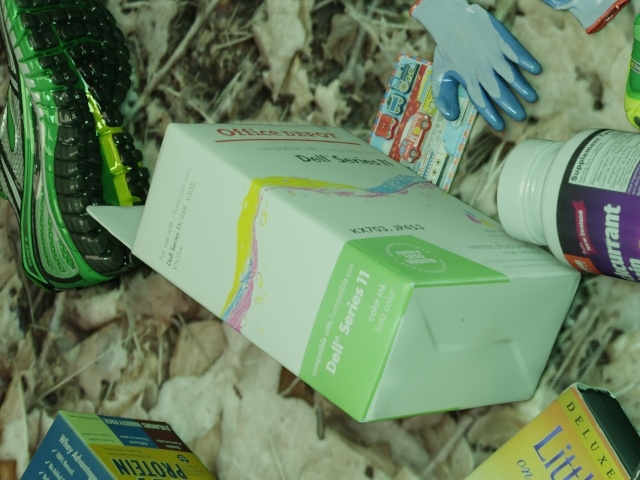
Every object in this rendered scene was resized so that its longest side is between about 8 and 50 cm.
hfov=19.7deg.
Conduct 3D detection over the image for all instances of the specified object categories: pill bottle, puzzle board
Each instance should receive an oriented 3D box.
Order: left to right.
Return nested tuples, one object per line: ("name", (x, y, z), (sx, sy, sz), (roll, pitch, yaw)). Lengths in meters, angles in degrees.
("puzzle board", (0.080, -0.085, 1.540), (0.096, 0.011, 0.128), (24, 97, 40))
("pill bottle", (0.229, -0.024, 1.341), (0.193, 0.108, 0.108), (12, 89, 41))

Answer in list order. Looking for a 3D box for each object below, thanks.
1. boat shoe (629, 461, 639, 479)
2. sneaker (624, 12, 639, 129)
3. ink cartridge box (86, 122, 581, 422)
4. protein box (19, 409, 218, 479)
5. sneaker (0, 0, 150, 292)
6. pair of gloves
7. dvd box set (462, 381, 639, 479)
("boat shoe", (0.291, 0.079, 1.242), (0.285, 0.092, 0.103), (-50, 28, 4))
("sneaker", (0.334, -0.157, 1.280), (0.296, 0.109, 0.123), (-16, 75, 37))
("ink cartridge box", (0.000, 0.000, 1.453), (0.353, 0.207, 0.119), (33, 114, 38))
("protein box", (-0.175, 0.289, 1.594), (0.200, 0.136, 0.201), (43, 108, 37))
("sneaker", (-0.265, -0.114, 1.750), (0.146, 0.134, 0.343), (-26, 66, 34))
("pair of gloves", (0.152, -0.187, 1.486), (0.198, 0.023, 0.159), (-46, 56, 18))
("dvd box set", (0.130, 0.352, 1.379), (0.420, 0.062, 0.307), (-45, 56, 24))
